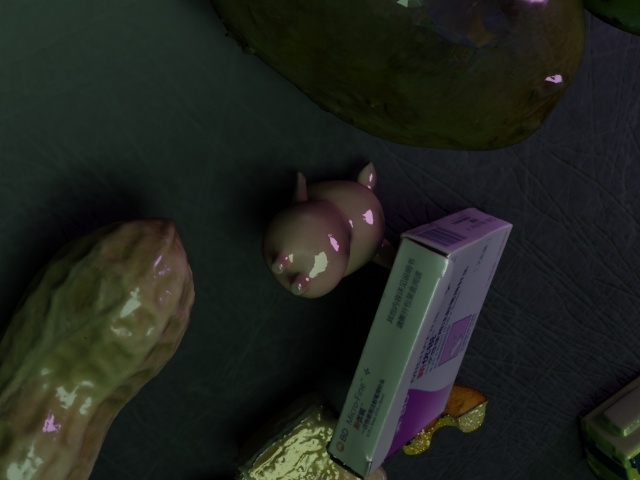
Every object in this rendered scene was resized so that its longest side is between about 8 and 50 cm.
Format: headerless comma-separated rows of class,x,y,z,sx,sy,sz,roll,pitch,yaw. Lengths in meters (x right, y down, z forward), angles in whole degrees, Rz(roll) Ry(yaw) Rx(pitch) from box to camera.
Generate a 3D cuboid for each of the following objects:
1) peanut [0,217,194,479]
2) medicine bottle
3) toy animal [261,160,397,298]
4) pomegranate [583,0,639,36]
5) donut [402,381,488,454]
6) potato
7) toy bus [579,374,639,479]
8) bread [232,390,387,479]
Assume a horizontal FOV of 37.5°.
peanut,-0.189,0.107,0.673,0.120,0.136,0.298,31,100,-24
medicine bottle,0.083,0.078,0.789,0.171,0.052,0.201,-16,128,-62
toy animal,0.006,0.000,0.725,0.150,0.089,0.084,-38,136,-51
pomegranate,0.243,-0.287,0.649,0.231,0.231,0.286,-32,97,-7
donut,0.114,0.175,0.899,0.083,0.067,0.038,-54,152,-31
potato,0.054,-0.172,0.621,0.307,0.173,0.210,38,96,-31
toy bus,0.368,0.193,1.014,0.175,0.088,0.101,-33,123,-10
bread,-0.011,0.200,0.843,0.106,0.082,0.125,-44,116,-12
